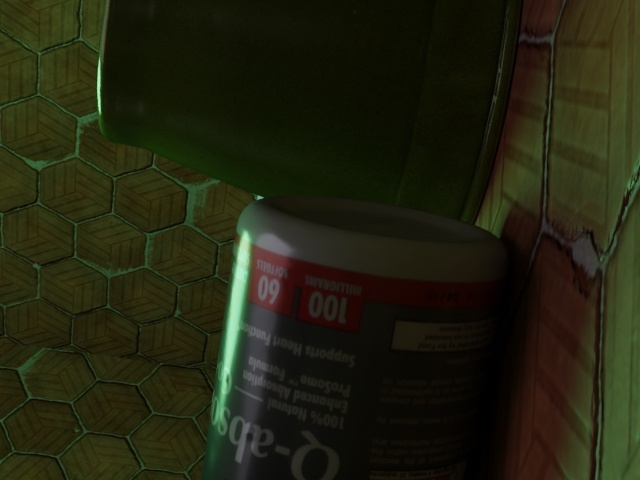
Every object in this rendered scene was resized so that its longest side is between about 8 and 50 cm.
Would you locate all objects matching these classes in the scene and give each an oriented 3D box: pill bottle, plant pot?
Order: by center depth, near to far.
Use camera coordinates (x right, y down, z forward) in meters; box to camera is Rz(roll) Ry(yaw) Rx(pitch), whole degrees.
[{"bbox_3d":[0.016,0.158,0.932,0.210,0.210,0.362,-106,24,-80],"label":"pill bottle"},{"bbox_3d":[-0.024,-0.187,1.151,0.366,0.353,0.366,-172,90,-86],"label":"plant pot"}]

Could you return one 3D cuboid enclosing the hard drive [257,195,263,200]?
[{"bbox_3d":[-0.031,-0.070,2.218,0.040,0.210,0.318,-7,71,43],"label":"hard drive"}]
